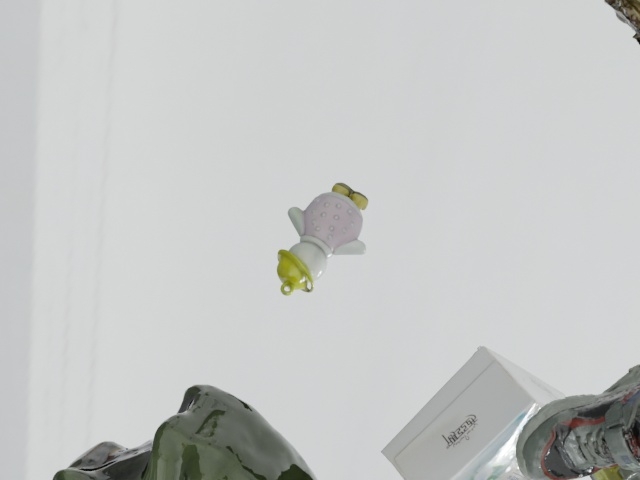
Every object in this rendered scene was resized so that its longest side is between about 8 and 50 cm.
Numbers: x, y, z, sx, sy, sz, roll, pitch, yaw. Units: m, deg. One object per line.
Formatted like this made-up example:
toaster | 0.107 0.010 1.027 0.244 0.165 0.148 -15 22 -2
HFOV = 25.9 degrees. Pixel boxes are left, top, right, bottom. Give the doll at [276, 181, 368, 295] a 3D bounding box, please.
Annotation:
doll | 0.000 0.000 2.006 0.207 0.129 0.081 -55 169 -29

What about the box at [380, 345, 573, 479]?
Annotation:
box | 0.244 0.282 1.897 0.203 0.116 0.274 -47 143 8

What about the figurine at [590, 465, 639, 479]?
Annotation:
figurine | 0.586 0.327 2.204 0.342 0.285 0.167 19 51 -47

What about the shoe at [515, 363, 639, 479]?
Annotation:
shoe | 0.335 0.223 1.553 0.099 0.227 0.125 61 1 -24

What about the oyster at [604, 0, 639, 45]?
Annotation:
oyster | 0.410 -0.301 1.735 0.111 0.204 0.396 -58 -143 39

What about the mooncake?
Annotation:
mooncake | -0.166 0.365 1.719 0.187 0.351 0.351 -58 160 -65
